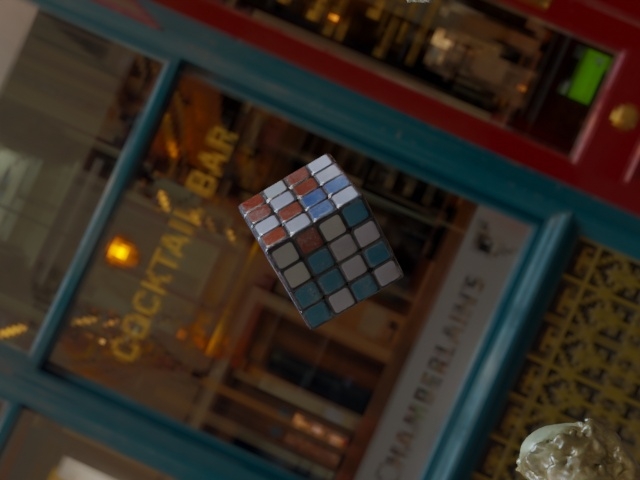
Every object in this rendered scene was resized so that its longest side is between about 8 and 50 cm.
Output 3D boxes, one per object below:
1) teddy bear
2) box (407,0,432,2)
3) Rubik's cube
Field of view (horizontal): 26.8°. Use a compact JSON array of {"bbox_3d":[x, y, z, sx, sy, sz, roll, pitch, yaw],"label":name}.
[{"bbox_3d":[0.289,0.294,1.184,0.256,0.267,0.156,96,-176,-47],"label":"teddy bear"},{"bbox_3d":[0.080,-0.253,1.147,0.045,0.098,0.062,-32,17,-9],"label":"box"},{"bbox_3d":[0.000,0.000,1.123,0.092,0.092,0.092,-30,33,-3],"label":"Rubik's cube"}]
